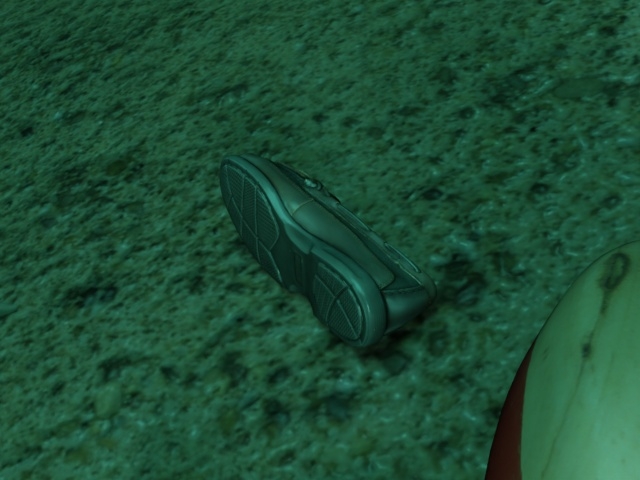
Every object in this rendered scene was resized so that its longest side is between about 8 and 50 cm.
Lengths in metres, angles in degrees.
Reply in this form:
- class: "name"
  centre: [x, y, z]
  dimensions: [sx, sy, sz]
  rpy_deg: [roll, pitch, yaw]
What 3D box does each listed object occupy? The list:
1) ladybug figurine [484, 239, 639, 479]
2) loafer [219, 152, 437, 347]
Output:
- class: "ladybug figurine"
  centre: [0.199, 0.157, 0.519]
  dimensions: [0.162, 0.305, 0.449]
  rpy_deg: [-43, -5, 29]
- class: "loafer"
  centre: [0.000, 0.000, 0.962]
  dimensions: [0.084, 0.096, 0.267]
  rpy_deg: [-18, 41, -26]
